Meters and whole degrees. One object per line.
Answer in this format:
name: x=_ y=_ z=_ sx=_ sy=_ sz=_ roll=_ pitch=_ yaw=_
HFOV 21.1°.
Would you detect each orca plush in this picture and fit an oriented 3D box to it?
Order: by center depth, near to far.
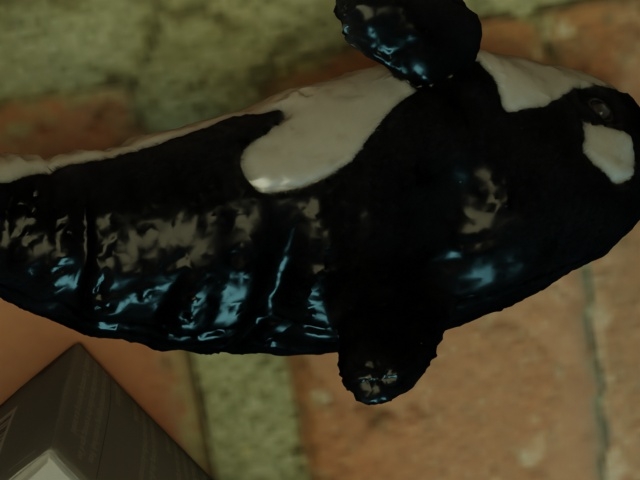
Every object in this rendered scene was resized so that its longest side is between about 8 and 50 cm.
orca plush: x=0.000 y=0.000 z=0.554 sx=0.287 sy=0.102 sz=0.151 roll=6 pitch=130 yaw=-35

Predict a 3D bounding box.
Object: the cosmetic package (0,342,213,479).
cosmetic package: x=-0.046 y=0.164 z=0.626 sx=0.107 sy=0.127 sz=0.238 roll=-39 pitch=101 yaw=5
